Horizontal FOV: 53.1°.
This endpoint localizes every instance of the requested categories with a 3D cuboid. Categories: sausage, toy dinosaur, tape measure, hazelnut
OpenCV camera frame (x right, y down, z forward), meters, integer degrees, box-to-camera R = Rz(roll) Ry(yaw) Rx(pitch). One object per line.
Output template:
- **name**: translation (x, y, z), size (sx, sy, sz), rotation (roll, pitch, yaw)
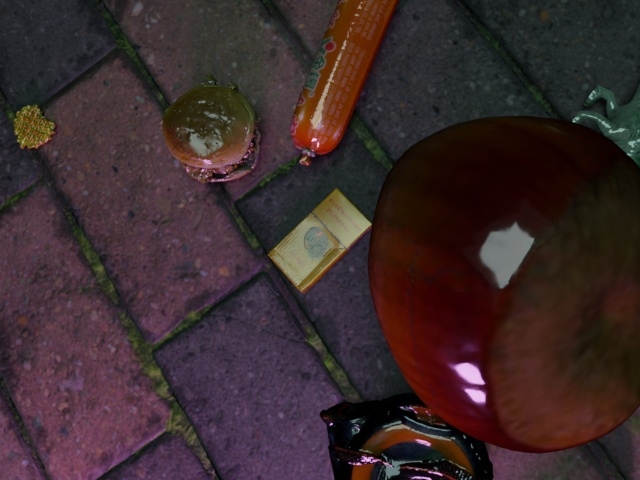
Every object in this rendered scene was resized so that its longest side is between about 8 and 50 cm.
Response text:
- **sausage**: translation (0.029, -0.264, 1.019), size (0.093, 0.093, 0.312), rotation (21, 86, 14)
- **toy dinosaur**: translation (0.431, -0.207, 0.935), size (0.129, 0.076, 0.383), rotation (9, 90, 3)
- **tape measure**: translation (0.119, 0.311, 0.865), size (0.222, 0.135, 0.202), rotation (-8, 90, 14)
- **hazelnut**: translation (0.231, 0.044, 0.777), size (0.359, 0.409, 0.359), rotation (-13, 37, 10)

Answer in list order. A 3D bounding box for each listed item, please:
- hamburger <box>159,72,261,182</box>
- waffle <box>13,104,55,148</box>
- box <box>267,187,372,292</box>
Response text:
- **hamburger**: translation (-0.173, -0.184, 1.026), size (0.159, 0.131, 0.185), rotation (-9, 75, 6)
- **waffle**: translation (-0.519, -0.207, 1.158), size (0.078, 0.016, 0.085), rotation (-33, 75, 4)
- **box**: translation (0.000, 0.000, 1.016), size (0.155, 0.023, 0.087), rotation (-44, 78, 2)
